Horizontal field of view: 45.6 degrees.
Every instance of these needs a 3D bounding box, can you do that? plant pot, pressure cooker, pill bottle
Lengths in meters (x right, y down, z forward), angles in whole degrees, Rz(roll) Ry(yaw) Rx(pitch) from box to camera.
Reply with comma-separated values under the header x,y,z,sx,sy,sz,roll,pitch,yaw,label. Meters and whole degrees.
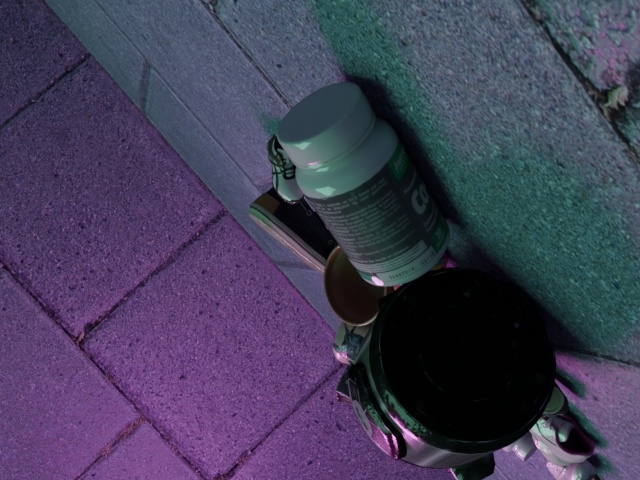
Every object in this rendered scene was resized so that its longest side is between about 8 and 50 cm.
x,y,z,sx,sy,sz,roll,pitch,yaw,label
0.127,0.113,2.093,0.110,0.237,0.237,-2,-150,-43,plant pot
0.254,0.287,1.581,0.376,0.369,0.420,21,158,3,pressure cooker
0.531,0.535,2.161,0.180,0.108,0.108,41,167,30,pill bottle
0.082,-0.100,1.421,0.204,0.204,0.361,31,161,55,pill bottle

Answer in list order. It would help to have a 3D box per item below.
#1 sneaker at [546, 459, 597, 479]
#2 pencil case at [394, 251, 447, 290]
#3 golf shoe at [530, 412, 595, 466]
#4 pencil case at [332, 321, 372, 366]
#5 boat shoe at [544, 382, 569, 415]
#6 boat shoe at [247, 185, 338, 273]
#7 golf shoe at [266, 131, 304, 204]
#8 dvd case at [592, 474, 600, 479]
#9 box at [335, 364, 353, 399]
x,y,z,sx,sy,sz,roll,pitch,yaw,label
0.633,0.590,1.965,0.115,0.090,0.232,48,167,21,sneaker
0.225,0.065,1.737,0.104,0.104,0.236,46,169,10,pencil case
0.527,0.414,1.816,0.306,0.115,0.140,42,158,-3,golf shoe
0.223,0.305,2.075,0.410,0.159,0.184,12,-175,42,pencil case
0.463,0.307,1.720,0.079,0.084,0.233,21,-162,-49,boat shoe
0.000,0.000,2.225,0.500,0.156,0.187,41,170,-36,boat shoe
-0.091,-0.190,1.967,0.094,0.077,0.198,118,133,-66,golf shoe
0.696,0.603,2.024,0.119,0.013,0.087,51,168,-23,dvd case
0.237,0.505,2.221,0.395,0.097,0.318,25,168,10,box
